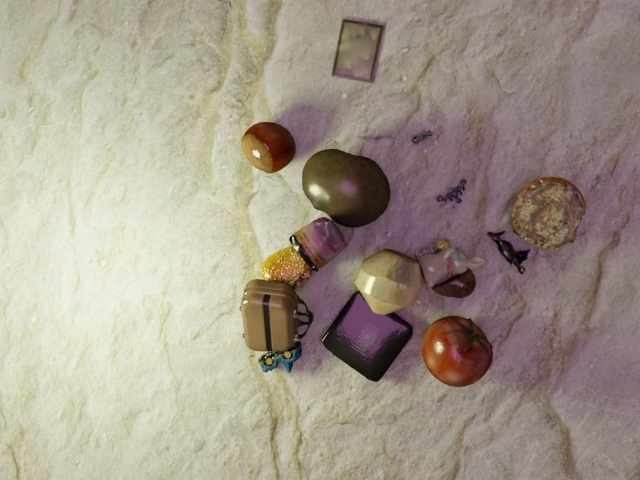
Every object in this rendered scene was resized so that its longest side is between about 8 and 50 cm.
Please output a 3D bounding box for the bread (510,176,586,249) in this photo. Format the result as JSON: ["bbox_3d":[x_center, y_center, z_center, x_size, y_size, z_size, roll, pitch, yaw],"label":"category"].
[{"bbox_3d":[0.846,-0.107,1.823,0.274,0.149,0.274,0,98,2],"label":"bread"}]

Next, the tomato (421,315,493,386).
[{"bbox_3d":[0.512,0.425,1.844,0.265,0.265,0.265,0,93,7],"label":"tomato"}]

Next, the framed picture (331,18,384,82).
[{"bbox_3d":[0.146,-0.756,1.935,0.173,0.010,0.231,13,95,6],"label":"framed picture"}]

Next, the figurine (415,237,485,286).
[{"bbox_3d":[0.502,0.075,1.887,0.236,0.127,0.155,-18,55,3],"label":"figurine"}]

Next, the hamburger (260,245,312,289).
[{"bbox_3d":[-0.135,0.121,1.968,0.210,0.116,0.173,-27,88,6],"label":"hamburger"}]

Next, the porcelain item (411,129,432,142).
[{"bbox_3d":[0.398,-0.410,1.918,0.083,0.028,0.036,-21,74,9],"label":"porcelain item"}]

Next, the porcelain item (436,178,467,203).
[{"bbox_3d":[0.533,-0.178,1.919,0.136,0.021,0.075,-36,93,8],"label":"porcelain item"}]

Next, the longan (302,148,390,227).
[{"bbox_3d":[0.095,-0.204,1.840,0.350,0.288,0.288,28,96,2],"label":"longan"}]

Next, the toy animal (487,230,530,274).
[{"bbox_3d":[0.730,0.035,1.886,0.202,0.070,0.105,47,54,10],"label":"toy animal"}]

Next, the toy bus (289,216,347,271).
[{"bbox_3d":[0.000,0.000,1.813,0.162,0.386,0.171,-39,89,3],"label":"toy bus"}]

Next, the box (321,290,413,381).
[{"bbox_3d":[0.189,0.386,1.967,0.290,0.073,0.289,35,96,4],"label":"box"}]

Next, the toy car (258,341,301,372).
[{"bbox_3d":[-0.159,0.493,2.002,0.191,0.097,0.100,-22,96,8],"label":"toy car"}]

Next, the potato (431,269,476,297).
[{"bbox_3d":[0.536,0.190,1.906,0.172,0.089,0.100,-26,92,6],"label":"potato"}]

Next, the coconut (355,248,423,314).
[{"bbox_3d":[0.264,0.166,1.867,0.259,0.259,0.259,0,93,7],"label":"coconut"}]

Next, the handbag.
[{"bbox_3d":[-0.169,0.303,1.914,0.283,0.149,0.301,3,125,2],"label":"handbag"}]

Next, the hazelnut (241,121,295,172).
[{"bbox_3d":[-0.200,-0.374,1.920,0.214,0.176,0.214,3,81,-19],"label":"hazelnut"}]
